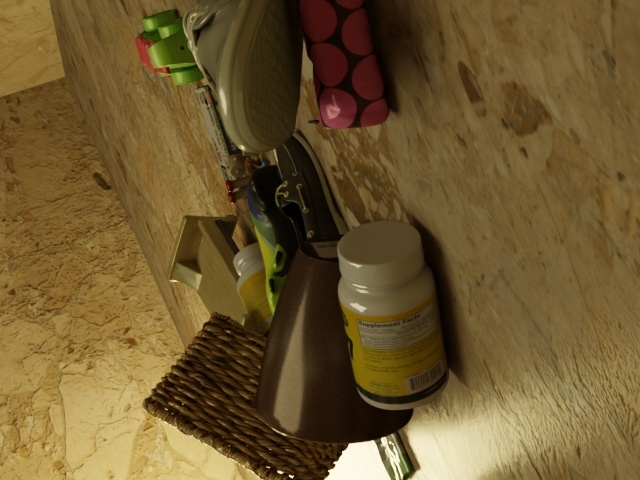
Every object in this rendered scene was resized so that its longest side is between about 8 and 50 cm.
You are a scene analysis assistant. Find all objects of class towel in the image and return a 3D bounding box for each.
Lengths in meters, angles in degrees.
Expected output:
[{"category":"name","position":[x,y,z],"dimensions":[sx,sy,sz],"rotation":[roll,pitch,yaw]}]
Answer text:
[{"category":"towel","position":[0.095,0.301,2.015],"dimensions":[0.113,0.023,0.152],"rotation":[104,144,-67]}]

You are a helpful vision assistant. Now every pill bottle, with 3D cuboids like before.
[{"category":"pill bottle","position":[0.085,0.089,1.565],"dimensions":[0.119,0.119,0.208],"rotation":[-131,26,-56]},{"category":"pill bottle","position":[-0.081,0.097,2.234],"dimensions":[0.103,0.103,0.184],"rotation":[94,152,-59]}]

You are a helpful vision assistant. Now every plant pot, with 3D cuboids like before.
[{"category":"plant pot","position":[0.020,0.117,1.730],"dimensions":[0.215,0.215,0.230],"rotation":[-137,45,-62]}]

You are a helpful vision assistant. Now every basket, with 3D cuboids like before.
[{"category":"basket","position":[-0.113,0.303,2.152],"dimensions":[0.299,0.223,0.213],"rotation":[25,148,18]}]

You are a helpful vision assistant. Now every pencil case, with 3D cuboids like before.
[{"category":"pencil case","position":[0.016,-0.229,1.462],"dimensions":[0.098,0.095,0.209],"rotation":[-89,-10,-64]}]

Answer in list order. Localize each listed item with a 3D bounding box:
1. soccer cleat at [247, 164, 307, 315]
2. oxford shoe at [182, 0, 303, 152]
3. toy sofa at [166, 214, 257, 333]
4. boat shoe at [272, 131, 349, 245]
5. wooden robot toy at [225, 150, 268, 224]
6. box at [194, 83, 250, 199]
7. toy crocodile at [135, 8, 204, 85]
[{"category":"soccer cleat","position":[-0.046,0.022,1.956],"dimensions":[0.121,0.093,0.289],"rotation":[82,175,-62]},{"category":"oxford shoe","position":[-0.091,-0.223,1.462],"dimensions":[0.449,0.130,0.169],"rotation":[-88,-8,-59]},{"category":"toy sofa","position":[-0.142,0.104,2.451],"dimensions":[0.362,0.177,0.150],"rotation":[54,134,49]},{"category":"boat shoe","position":[-0.024,-0.054,1.874],"dimensions":[0.228,0.068,0.081],"rotation":[65,159,19]},{"category":"wooden robot toy","position":[-0.126,-0.114,2.195],"dimensions":[0.079,0.076,0.173],"rotation":[-109,9,-49]},{"category":"box","position":[-0.165,-0.176,2.312],"dimensions":[0.114,0.036,0.207],"rotation":[-163,55,-73]},{"category":"toy crocodile","position":[-0.285,-0.349,2.388],"dimensions":[0.340,0.105,0.115],"rotation":[-144,37,-67]}]
